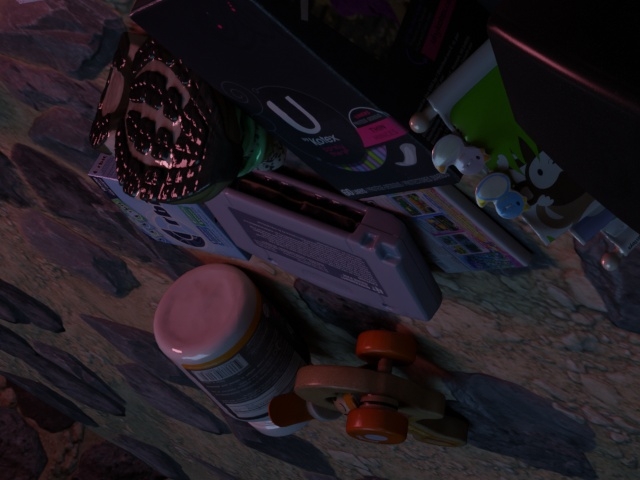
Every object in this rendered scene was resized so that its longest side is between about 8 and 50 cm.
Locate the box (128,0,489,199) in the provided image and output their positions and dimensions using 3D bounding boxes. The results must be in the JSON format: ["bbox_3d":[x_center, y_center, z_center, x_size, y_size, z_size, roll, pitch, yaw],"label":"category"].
[{"bbox_3d":[0.006,-0.171,1.214,0.270,0.143,0.165,38,156,-24],"label":"box"}]

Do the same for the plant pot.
[{"bbox_3d":[0.227,-0.131,1.010,0.167,0.188,0.187,31,164,32],"label":"plant pot"}]

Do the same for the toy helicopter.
[{"bbox_3d":[0.088,0.244,2.087,0.235,0.140,0.355,-7,156,35],"label":"toy helicopter"}]

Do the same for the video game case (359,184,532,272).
[{"bbox_3d":[0.133,-0.017,1.591,0.157,0.019,0.143,39,156,-24],"label":"video game case"}]

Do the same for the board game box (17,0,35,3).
[{"bbox_3d":[-0.319,-0.287,1.524,0.090,0.020,0.090,4,149,49],"label":"board game box"}]

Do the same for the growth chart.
[{"bbox_3d":[0.200,-0.080,1.175,0.237,0.172,0.021,36,-174,-19],"label":"growth chart"}]

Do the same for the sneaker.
[{"bbox_3d":[-0.105,-0.118,1.431,0.182,0.158,0.410,13,-169,-19],"label":"sneaker"}]

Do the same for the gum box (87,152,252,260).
[{"bbox_3d":[-0.190,-0.044,1.896,0.184,0.041,0.157,12,154,37],"label":"gum box"}]

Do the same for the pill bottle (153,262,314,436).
[{"bbox_3d":[-0.111,0.167,2.118,0.162,0.162,0.278,12,155,35],"label":"pill bottle"}]

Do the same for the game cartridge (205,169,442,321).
[{"bbox_3d":[0.000,0.000,1.721,0.294,0.060,0.196,21,156,30],"label":"game cartridge"}]
